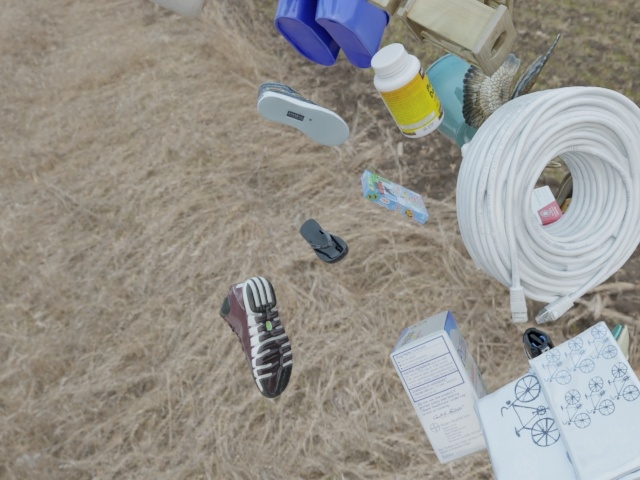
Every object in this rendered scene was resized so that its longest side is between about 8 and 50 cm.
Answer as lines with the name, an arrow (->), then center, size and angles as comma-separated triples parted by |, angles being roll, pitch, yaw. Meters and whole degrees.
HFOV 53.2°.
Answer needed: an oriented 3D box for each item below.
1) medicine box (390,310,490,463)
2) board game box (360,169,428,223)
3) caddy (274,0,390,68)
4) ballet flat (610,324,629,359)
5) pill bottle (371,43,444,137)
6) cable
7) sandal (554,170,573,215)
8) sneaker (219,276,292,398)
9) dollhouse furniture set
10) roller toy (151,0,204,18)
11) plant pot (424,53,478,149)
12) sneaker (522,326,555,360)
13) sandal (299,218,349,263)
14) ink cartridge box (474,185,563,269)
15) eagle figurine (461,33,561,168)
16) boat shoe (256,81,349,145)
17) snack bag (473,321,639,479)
medicine box -> 0.310, 0.350, 1.579 | 0.149, 0.290, 0.263 | -25, -1, 14
board game box -> 0.234, -0.140, 2.038 | 0.211, 0.039, 0.160 | 24, 25, -12
caddy -> 0.033, -0.574, 1.600 | 0.241, 0.341, 0.179 | 12, 84, 26
ballet flat -> 0.608, 0.293, 1.384 | 0.086, 0.249, 0.086 | 25, 24, -12
pill bottle -> 0.204, -0.357, 1.523 | 0.117, 0.215, 0.117 | -22, 40, 20
cable -> 0.288, -0.055, 0.775 | 0.257, 0.257, 0.089 | -27, 19, -13
sandal -> 0.455, -0.068, 1.142 | 0.089, 0.219, 0.060 | -1, 45, -41
sneaker -> -0.161, 0.226, 1.514 | 0.106, 0.282, 0.162 | -9, 1, -41
dollhouse furniture set -> 0.162, -0.313, 0.753 | 0.181, 0.161, 0.101 | 36, 11, 22
roller toy -> -0.258, -0.539, 1.230 | 0.146, 0.210, 0.191 | 21, -10, -15
plant pot -> 0.480, -0.432, 2.080 | 0.271, 0.272, 0.255 | -13, 48, -4
sneaker -> 0.574, 0.308, 1.584 | 0.079, 0.121, 0.217 | -36, 46, -1
sandal -> -0.001, 0.000, 2.156 | 0.097, 0.054, 0.254 | -50, 43, -3
ink cartridge box -> 0.288, -0.020, 0.956 | 0.135, 0.056, 0.099 | -15, 31, 12
eagle figurine -> 0.447, -0.319, 1.509 | 0.226, 0.299, 0.225 | -1, 11, 17
boat shoe -> -0.031, -0.241, 1.187 | 0.183, 0.065, 0.083 | 20, 31, -20
snack bag -> 0.457, 0.350, 1.229 | 0.342, 0.037, 0.323 | -37, 29, 22
